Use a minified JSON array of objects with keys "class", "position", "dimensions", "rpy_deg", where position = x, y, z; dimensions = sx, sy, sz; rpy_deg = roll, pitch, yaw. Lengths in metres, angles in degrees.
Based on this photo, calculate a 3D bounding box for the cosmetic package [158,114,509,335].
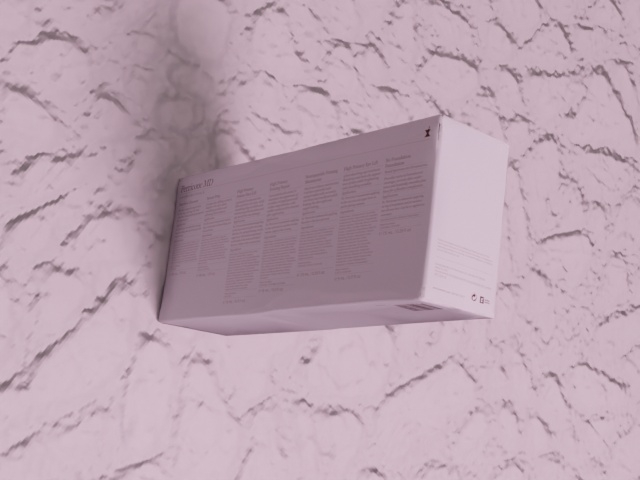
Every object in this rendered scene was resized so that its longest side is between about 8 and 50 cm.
[{"class":"cosmetic package","position":[0.000,0.000,0.709],"dimensions":[0.060,0.239,0.099],"rpy_deg":[15,76,-38]}]
